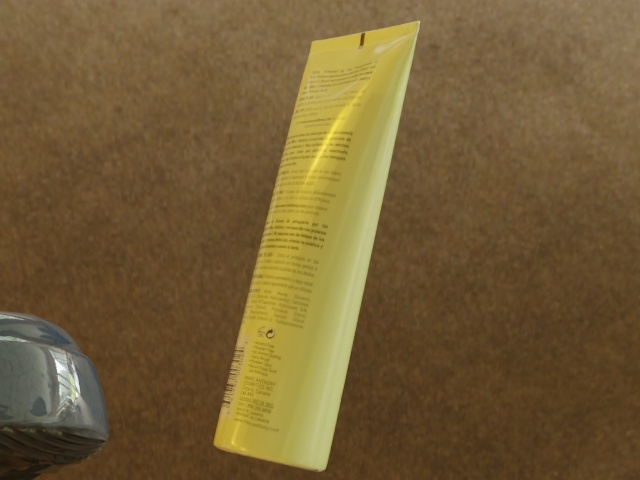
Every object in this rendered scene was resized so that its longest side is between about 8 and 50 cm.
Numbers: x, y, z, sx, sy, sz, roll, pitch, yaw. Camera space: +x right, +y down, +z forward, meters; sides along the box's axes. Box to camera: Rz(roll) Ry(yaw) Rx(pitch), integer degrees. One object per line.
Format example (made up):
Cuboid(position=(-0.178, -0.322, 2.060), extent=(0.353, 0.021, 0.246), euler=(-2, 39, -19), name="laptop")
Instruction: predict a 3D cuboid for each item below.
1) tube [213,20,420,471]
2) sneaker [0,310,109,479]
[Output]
Cuboid(position=(0.000, 0.000, 0.645), extent=(0.070, 0.062, 0.240), euler=(10, 81, 12), name="tube")
Cuboid(position=(-0.219, 0.012, 0.380), extent=(0.319, 0.112, 0.131), euler=(1, 69, 7), name="sneaker")
